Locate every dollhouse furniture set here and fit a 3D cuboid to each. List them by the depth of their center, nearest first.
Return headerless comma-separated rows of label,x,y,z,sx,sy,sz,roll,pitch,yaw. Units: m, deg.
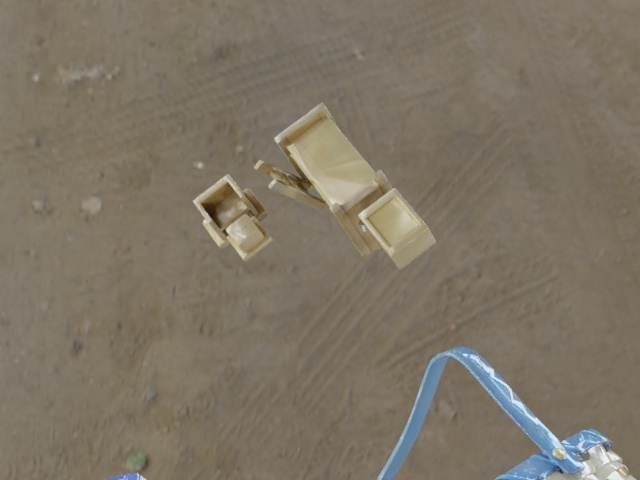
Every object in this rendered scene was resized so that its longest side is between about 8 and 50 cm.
dollhouse furniture set,0.000,0.000,1.222,0.161,0.101,0.182,-37,56,-1

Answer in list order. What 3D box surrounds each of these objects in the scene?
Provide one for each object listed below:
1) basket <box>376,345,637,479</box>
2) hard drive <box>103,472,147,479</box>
basket,0.166,0.273,1.198,0.201,0.255,0.289,-20,52,-42
hard drive,-0.285,0.411,1.369,0.210,0.040,0.319,-20,45,24
